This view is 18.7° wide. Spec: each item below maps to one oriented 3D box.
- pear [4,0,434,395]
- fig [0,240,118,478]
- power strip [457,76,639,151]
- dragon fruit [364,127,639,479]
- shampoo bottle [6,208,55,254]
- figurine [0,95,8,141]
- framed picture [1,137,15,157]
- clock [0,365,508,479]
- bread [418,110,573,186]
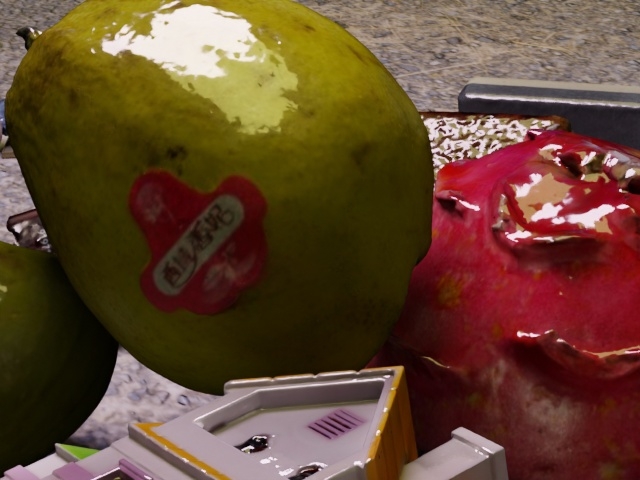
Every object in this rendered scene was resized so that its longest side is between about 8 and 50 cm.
[{"bbox_3d":[-0.083,-0.053,1.434,0.375,0.287,0.287,37,33,12],"label":"pear"},{"bbox_3d":[-0.266,0.110,1.487,0.203,0.203,0.225,5,61,19],"label":"fig"},{"bbox_3d":[0.279,-0.114,2.101,0.256,0.105,0.070,6,26,17],"label":"power strip"},{"bbox_3d":[0.213,0.035,1.550,0.371,0.249,0.386,-7,23,-26],"label":"dragon fruit"},{"bbox_3d":[-0.111,-0.013,1.755,0.323,0.129,0.084,-20,-2,-4],"label":"shampoo bottle"},{"bbox_3d":[-0.378,-0.142,2.265,0.149,0.087,0.086,-23,-16,-20],"label":"figurine"},{"bbox_3d":[-0.273,-0.128,2.328,0.201,0.010,0.136,-3,20,0],"label":"framed picture"},{"bbox_3d":[-0.037,0.195,1.244,0.309,0.166,0.235,-24,29,-30],"label":"clock"},{"bbox_3d":[0.032,-0.043,1.870,0.416,0.113,0.165,4,56,16],"label":"bread"}]
